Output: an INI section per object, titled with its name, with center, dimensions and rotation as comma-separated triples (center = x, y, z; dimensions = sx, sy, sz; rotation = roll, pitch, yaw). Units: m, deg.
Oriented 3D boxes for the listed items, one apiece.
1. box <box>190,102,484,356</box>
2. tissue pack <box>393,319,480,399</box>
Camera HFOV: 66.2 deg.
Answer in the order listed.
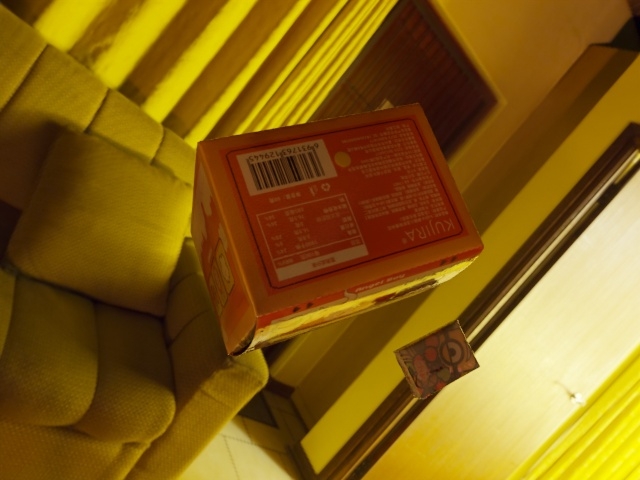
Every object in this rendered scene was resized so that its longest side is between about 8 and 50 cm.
[box]
center = 0.000, 0.000, 0.635
dimensions = 0.259, 0.283, 0.214
rotation = 126, -53, -63
[tissue pack]
center = 0.238, 0.243, 1.009
dimensions = 0.109, 0.148, 0.060
rotation = 65, -15, 10
